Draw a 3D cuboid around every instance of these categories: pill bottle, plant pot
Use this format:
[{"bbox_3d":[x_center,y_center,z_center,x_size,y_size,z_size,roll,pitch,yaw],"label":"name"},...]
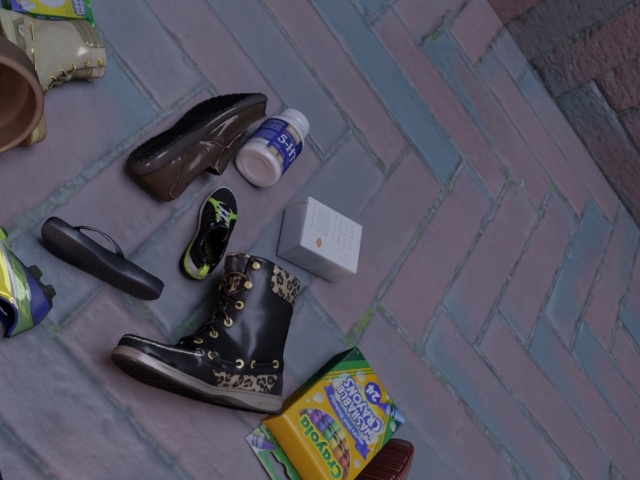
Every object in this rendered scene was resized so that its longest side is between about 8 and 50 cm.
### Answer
[{"bbox_3d":[-0.102,-0.218,1.666,0.112,0.112,0.187,48,48,-17],"label":"pill bottle"},{"bbox_3d":[-0.605,-0.289,1.180,0.263,0.263,0.229,1,54,-42],"label":"plant pot"}]

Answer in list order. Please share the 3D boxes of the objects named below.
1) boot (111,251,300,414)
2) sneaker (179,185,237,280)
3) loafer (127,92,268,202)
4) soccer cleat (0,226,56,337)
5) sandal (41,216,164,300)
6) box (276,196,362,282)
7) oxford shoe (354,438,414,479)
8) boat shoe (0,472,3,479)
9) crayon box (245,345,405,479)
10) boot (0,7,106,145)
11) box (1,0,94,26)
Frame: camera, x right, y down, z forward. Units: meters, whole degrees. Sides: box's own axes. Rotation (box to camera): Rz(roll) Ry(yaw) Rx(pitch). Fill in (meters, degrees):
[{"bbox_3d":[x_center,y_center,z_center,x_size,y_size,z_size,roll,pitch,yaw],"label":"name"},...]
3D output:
[{"bbox_3d":[-0.193,0.159,1.384,0.377,0.138,0.284,27,67,-36],"label":"boot"},{"bbox_3d":[-0.207,-0.018,1.500,0.084,0.097,0.235,34,53,-28],"label":"sneaker"},{"bbox_3d":[-0.244,-0.202,1.542,0.366,0.134,0.130,-40,125,-34],"label":"loafer"},{"bbox_3d":[-0.556,0.031,1.173,0.289,0.093,0.121,52,54,-13],"label":"soccer cleat"},{"bbox_3d":[-0.394,0.029,1.324,0.254,0.097,0.054,40,51,-37],"label":"sandal"},{"bbox_3d":[0.000,0.000,1.684,0.170,0.091,0.130,28,56,-31],"label":"box"},{"bbox_3d":[0.100,0.562,1.557,0.348,0.123,0.130,-38,126,-45],"label":"oxford shoe"},{"bbox_3d":[-0.522,0.247,1.025,0.127,0.113,0.340,4,70,-68],"label":"boat shoe"},{"bbox_3d":[0.021,0.395,1.539,0.323,0.083,0.203,-35,93,-44],"label":"crayon box"},{"bbox_3d":[-0.493,-0.304,1.366,0.203,0.095,0.262,-8,75,-45],"label":"boot"},{"bbox_3d":[-0.531,-0.477,1.435,0.179,0.043,0.105,-8,79,-45],"label":"box"}]
